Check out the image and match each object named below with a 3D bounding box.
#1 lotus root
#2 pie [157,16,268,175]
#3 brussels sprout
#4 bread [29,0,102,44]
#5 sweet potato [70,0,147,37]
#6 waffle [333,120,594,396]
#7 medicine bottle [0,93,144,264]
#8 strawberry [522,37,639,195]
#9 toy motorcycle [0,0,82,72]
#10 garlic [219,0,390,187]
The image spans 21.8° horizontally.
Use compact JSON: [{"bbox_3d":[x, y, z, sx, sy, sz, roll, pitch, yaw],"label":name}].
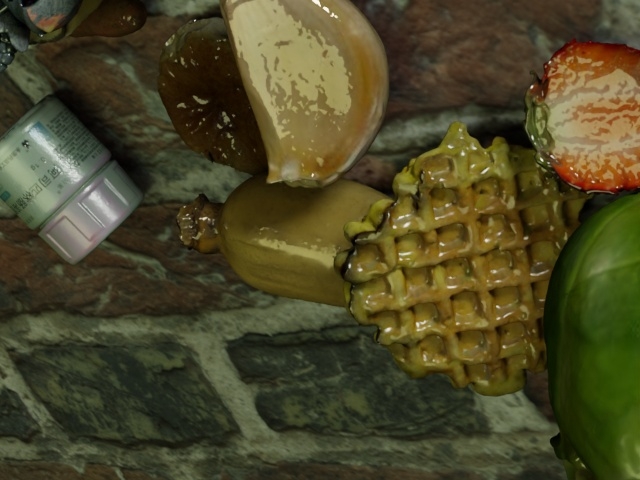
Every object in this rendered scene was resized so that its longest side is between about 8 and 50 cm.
[{"bbox_3d":[0.001,-0.003,1.790,0.303,0.131,0.146,12,137,16],"label":"lotus root"},{"bbox_3d":[-0.098,-0.152,1.798,0.195,0.046,0.195,21,136,22],"label":"pie"},{"bbox_3d":[0.344,0.110,1.529,0.275,0.315,0.371,-1,165,6],"label":"brussels sprout"},{"bbox_3d":[-0.357,-0.309,1.778,0.240,0.135,0.178,0,126,33],"label":"bread"},{"bbox_3d":[-0.269,-0.248,1.838,0.214,0.050,0.050,3,127,38],"label":"sweet potato"},{"bbox_3d":[0.167,0.026,1.677,0.281,0.058,0.301,-33,117,16],"label":"waffle"},{"bbox_3d":[-0.305,-0.071,1.956,0.168,0.135,0.135,46,138,-9],"label":"medicine bottle"},{"bbox_3d":[0.276,-0.120,1.529,0.187,0.082,0.147,-4,103,29],"label":"strawberry"},{"bbox_3d":[-0.308,-0.318,1.677,0.173,0.108,0.307,1,93,22],"label":"toy motorcycle"},{"bbox_3d":[-0.023,-0.174,1.638,0.145,0.164,0.245,5,125,55],"label":"garlic"}]
